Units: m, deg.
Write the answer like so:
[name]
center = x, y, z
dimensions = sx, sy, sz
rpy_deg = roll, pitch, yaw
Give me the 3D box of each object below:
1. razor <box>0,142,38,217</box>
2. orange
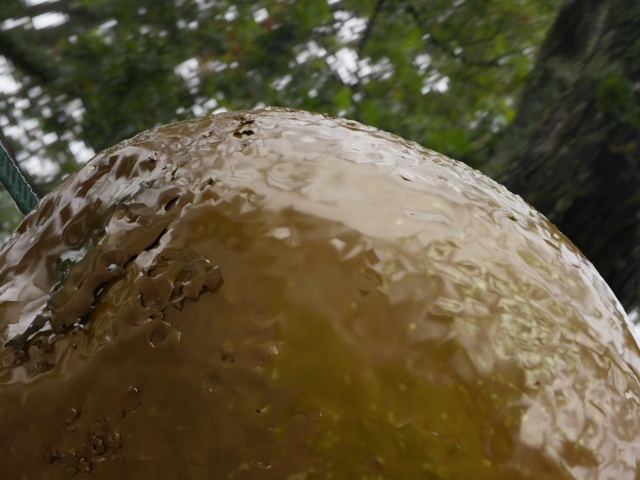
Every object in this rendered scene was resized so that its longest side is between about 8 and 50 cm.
[razor]
center = -0.242, -0.040, 1.384
dimensions = 0.033, 0.066, 0.190
rpy_deg = -39, -81, -4
[orange]
center = -0.007, 0.085, 0.623
dimensions = 0.274, 0.274, 0.274
rpy_deg = 11, -66, 25
